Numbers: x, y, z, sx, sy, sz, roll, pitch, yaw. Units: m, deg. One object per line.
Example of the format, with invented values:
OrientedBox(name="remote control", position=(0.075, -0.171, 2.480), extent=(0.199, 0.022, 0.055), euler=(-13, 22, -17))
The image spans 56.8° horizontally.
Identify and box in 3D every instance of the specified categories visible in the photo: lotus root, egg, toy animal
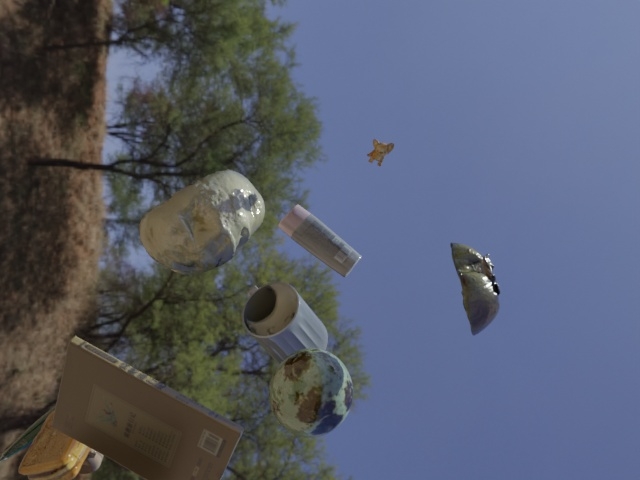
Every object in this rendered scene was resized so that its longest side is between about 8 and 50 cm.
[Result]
OrientedBox(name="lotus root", position=(0.309, 0.088, 1.156), extent=(0.203, 0.077, 0.183), euler=(28, 49, -74))
OrientedBox(name="egg", position=(-0.018, 0.297, 1.174), extent=(0.231, 0.169, 0.169), euler=(98, -26, -55))
OrientedBox(name="toy animal", position=(0.167, -0.253, 1.653), extent=(0.083, 0.060, 0.081), euler=(114, -1, -48))

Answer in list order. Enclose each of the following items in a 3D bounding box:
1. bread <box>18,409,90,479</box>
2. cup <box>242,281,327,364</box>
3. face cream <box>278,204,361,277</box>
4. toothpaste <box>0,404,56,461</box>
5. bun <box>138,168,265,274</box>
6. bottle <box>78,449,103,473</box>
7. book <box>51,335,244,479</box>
OrientedBox(name="bread", position=(-0.547, 0.431, 1.262), extent=(0.200, 0.116, 0.077), euler=(-94, 161, -65))
OrientedBox(name="cup", position=(-0.151, 0.319, 2.299), extent=(0.323, 0.237, 0.327), euler=(39, -11, 39))
OrientedBox(name="face cream", position=(0.000, 0.000, 1.859), extent=(0.269, 0.107, 0.073), euler=(38, -30, 7))
OrientedBox(name="toothpaste", position=(-0.752, 0.504, 1.716), extent=(0.061, 0.392, 0.098), euler=(56, -21, -8))
OrientedBox(name="bun", position=(-0.303, -0.033, 1.571), extent=(0.211, 0.359, 0.359), euler=(57, -34, -3))
OrientedBox(name="bottle", position=(-0.573, 0.476, 1.475), extent=(0.110, 0.097, 0.209), euler=(-52, -153, 33))
OrientedBox(name="book", position=(-0.294, 0.307, 0.973), extent=(0.217, 0.310, 0.021), euler=(-65, 175, 30))
